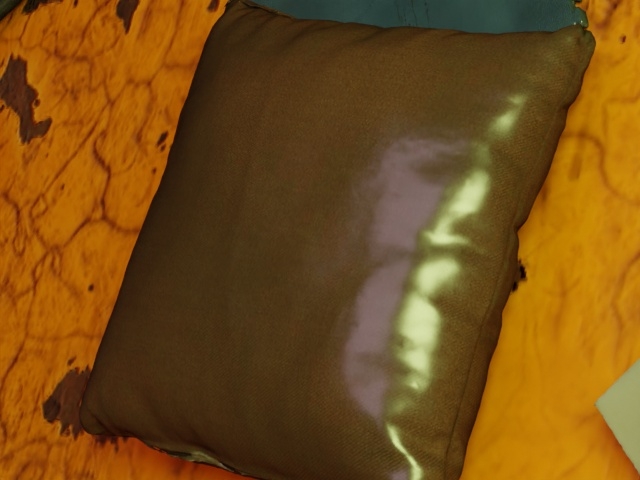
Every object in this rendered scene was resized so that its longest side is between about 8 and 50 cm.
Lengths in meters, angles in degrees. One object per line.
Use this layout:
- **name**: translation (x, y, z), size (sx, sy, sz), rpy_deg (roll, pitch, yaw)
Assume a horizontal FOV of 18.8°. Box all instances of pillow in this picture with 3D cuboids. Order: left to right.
- **pillow**: translation (0.000, 0.000, 1.164), size (0.308, 0.108, 0.305), rpy_deg (11, 80, 43)

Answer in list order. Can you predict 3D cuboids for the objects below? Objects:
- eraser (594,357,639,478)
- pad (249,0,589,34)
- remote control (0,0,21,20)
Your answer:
- **eraser**: translation (0.241, 0.110, 0.915), size (0.157, 0.038, 0.230), rpy_deg (-47, 45, 20)
- **pad**: translation (0.049, -0.161, 1.271), size (0.269, 0.012, 0.269), rpy_deg (-30, 52, 33)
- **remote control**: translation (-0.198, -0.288, 1.570), size (0.377, 0.044, 0.107), rpy_deg (-36, 45, 28)
